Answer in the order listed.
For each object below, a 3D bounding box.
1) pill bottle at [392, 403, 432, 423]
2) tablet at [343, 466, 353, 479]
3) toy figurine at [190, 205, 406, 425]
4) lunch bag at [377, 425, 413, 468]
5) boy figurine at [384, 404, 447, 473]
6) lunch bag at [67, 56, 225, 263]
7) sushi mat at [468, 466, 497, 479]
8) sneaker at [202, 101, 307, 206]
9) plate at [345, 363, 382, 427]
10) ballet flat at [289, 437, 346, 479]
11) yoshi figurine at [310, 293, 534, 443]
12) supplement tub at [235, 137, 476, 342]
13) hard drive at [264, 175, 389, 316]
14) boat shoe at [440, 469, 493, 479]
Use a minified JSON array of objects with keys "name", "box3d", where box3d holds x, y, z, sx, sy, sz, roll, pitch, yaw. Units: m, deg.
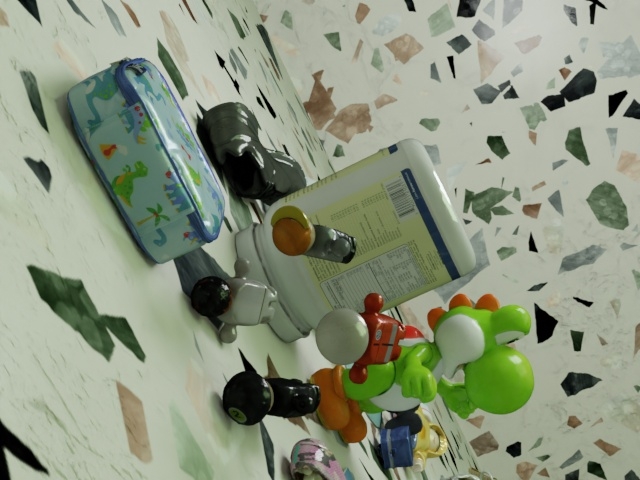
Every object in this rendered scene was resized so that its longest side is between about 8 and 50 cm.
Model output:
[{"name":"pill bottle","box3d":[0.206,0.380,2.030,0.087,0.087,0.160,59,10,-36]},{"name":"tablet","box3d":[0.044,0.379,1.295,0.054,0.006,0.083,66,9,5]},{"name":"toy figurine","box3d":[-0.034,0.089,0.976,0.148,0.213,0.209,14,46,-59]},{"name":"lunch bag","box3d":[0.143,0.402,1.649,0.098,0.065,0.067,-9,90,-83]},{"name":"boy figurine","box3d":[0.209,0.424,1.859,0.285,0.092,0.177,54,28,-55]},{"name":"lunch bag","box3d":[-0.188,-0.095,0.958,0.176,0.090,0.218,-94,158,-76]},{"name":"sushi mat","box3d":[0.396,0.704,2.001,0.151,0.019,0.316,155,-69,-75]},{"name":"sneaker","box3d":[-0.112,-0.114,1.503,0.286,0.109,0.130,42,29,-46]},{"name":"plate","box3d":[0.095,0.301,1.787,0.188,0.024,0.188,66,9,0]},{"name":"ballet flat","box3d":[0.024,0.351,1.066,0.221,0.077,0.079,58,28,-12]},{"name":"yoshi figurine","box3d":[0.184,0.232,1.359,0.203,0.362,0.203,-94,158,-70]},{"name":"supplement tub","box3d":[0.055,0.006,1.343,0.235,0.325,0.235,62,9,-17]},{"name":"hard drive","box3d":[0.000,0.000,1.677,0.233,0.047,0.353,25,31,-33]},{"name":"boat shoe","box3d":[0.327,0.584,1.938,0.135,0.157,0.367,69,10,25]}]
